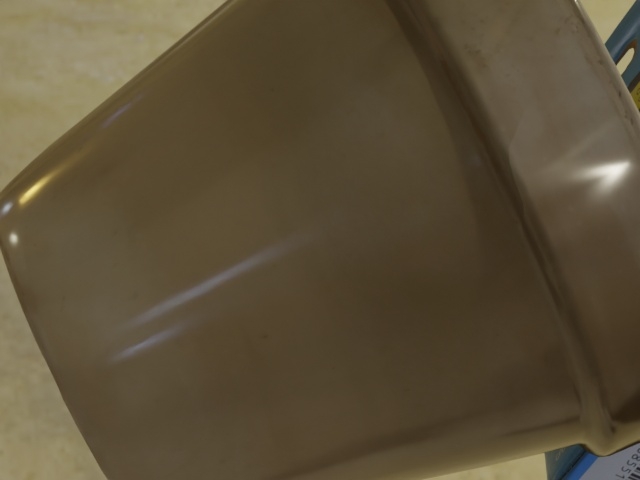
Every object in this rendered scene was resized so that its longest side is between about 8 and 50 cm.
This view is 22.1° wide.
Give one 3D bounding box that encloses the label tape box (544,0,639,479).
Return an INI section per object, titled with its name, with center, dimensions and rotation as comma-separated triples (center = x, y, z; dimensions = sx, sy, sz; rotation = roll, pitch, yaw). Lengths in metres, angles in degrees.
[label tape box]
center = 0.235, -0.011, 1.051
dimensions = 0.106, 0.240, 0.333
rotation = 24, 34, -15

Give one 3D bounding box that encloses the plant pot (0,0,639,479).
[plant pot]
center = 0.000, 0.000, 0.833
dimensions = 0.280, 0.323, 0.323
rotation = -25, 35, -2
